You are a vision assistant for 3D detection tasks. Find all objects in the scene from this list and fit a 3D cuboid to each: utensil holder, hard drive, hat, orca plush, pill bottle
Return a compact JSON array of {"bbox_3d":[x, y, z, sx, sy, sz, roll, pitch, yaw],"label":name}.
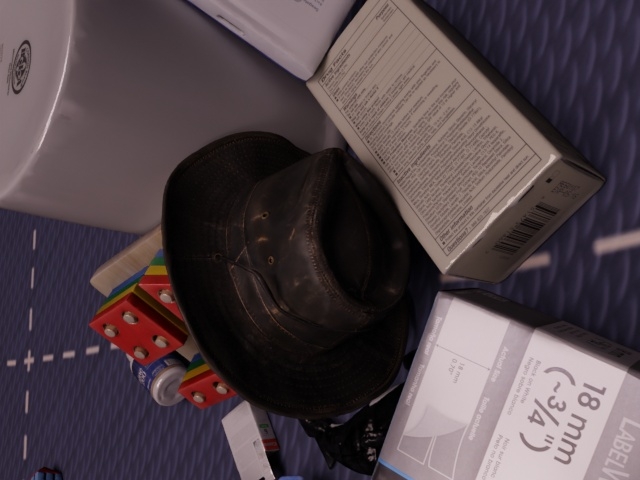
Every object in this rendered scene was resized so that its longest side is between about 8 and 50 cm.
[{"bbox_3d":[-0.207,-0.160,0.873,0.327,0.385,0.328,-10,76,42],"label":"utensil holder"},{"bbox_3d":[-0.026,-0.376,0.799,0.319,0.210,0.040,-62,16,-14],"label":"hard drive"},{"bbox_3d":[0.000,0.000,0.689,0.134,0.331,0.331,-41,56,44],"label":"hat"},{"bbox_3d":[0.069,0.191,0.736,0.287,0.102,0.151,-10,75,43],"label":"orca plush"},{"bbox_3d":[-0.255,0.199,1.070,0.120,0.067,0.067,32,104,43],"label":"pill bottle"}]

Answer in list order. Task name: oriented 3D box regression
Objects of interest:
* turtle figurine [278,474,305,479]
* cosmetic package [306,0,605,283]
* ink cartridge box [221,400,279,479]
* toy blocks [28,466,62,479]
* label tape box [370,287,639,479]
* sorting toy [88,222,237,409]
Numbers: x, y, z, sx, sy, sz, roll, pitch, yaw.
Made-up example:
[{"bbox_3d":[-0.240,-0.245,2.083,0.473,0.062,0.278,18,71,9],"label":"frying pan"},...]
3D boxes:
[{"bbox_3d":[-0.117,0.415,0.781,0.198,0.275,0.266,17,120,9],"label":"turtle figurine"},{"bbox_3d":[0.128,-0.121,0.734,0.160,0.113,0.309,-49,52,26],"label":"cosmetic package"},{"bbox_3d":[-0.089,0.277,0.923,0.063,0.029,0.115,-44,56,29],"label":"ink cartridge box"},{"bbox_3d":[-0.584,0.593,1.259,0.381,0.190,0.261,-45,43,27],"label":"toy blocks"},{"bbox_3d":[0.216,0.207,0.539,0.333,0.106,0.241,22,98,30],"label":"label tape box"},{"bbox_3d":[-0.127,0.099,0.832,0.255,0.257,0.089,-29,27,37],"label":"sorting toy"}]
